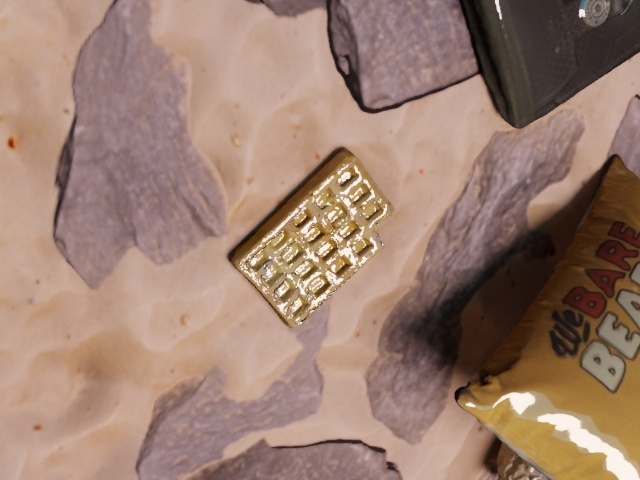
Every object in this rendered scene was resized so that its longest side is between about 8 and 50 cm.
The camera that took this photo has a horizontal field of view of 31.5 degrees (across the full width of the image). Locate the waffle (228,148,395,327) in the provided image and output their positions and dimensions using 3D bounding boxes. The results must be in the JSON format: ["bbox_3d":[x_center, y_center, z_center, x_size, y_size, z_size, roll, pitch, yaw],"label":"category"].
[{"bbox_3d":[0.000,0.000,0.927,0.135,0.021,0.092,-43,117,-7],"label":"waffle"}]

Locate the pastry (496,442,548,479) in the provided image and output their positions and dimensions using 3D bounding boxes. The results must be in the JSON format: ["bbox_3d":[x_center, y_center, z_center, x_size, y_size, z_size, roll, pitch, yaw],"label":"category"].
[{"bbox_3d":[0.279,0.220,1.091,0.258,0.089,0.121,27,100,-26],"label":"pastry"}]

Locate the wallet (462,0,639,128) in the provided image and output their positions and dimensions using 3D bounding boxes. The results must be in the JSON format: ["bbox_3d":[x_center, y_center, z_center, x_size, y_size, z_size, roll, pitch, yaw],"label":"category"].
[{"bbox_3d":[0.234,-0.219,0.958,0.245,0.052,0.168,-32,120,-16],"label":"wallet"}]

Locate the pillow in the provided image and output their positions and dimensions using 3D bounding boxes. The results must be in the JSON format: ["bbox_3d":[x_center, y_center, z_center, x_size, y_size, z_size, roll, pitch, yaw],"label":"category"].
[{"bbox_3d":[0.292,0.127,0.990,0.312,0.119,0.310,45,61,-11],"label":"pillow"}]
